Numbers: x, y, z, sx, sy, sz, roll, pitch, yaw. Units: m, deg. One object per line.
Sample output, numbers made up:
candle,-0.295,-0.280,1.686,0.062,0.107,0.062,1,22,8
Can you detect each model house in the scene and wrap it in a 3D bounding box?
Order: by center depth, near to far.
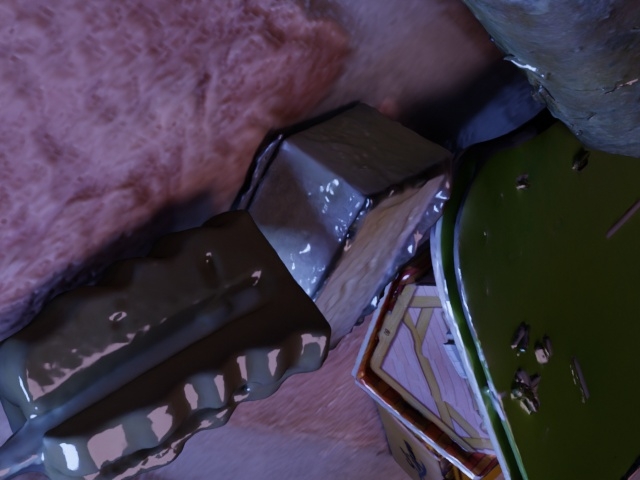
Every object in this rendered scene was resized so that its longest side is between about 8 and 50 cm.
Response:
model house,0.115,0.004,0.979,0.294,0.154,0.207,-39,116,-41

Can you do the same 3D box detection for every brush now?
brush,-0.131,0.089,0.705,0.301,0.084,0.071,-32,156,-20

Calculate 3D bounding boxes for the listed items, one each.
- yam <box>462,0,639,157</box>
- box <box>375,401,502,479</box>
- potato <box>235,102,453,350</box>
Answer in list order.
yam,0.120,-0.112,0.782,0.106,0.106,0.259,-49,159,4
box,0.145,0.068,1.196,0.237,0.070,0.152,-45,159,-12
potato,-0.001,0.002,0.811,0.086,0.061,0.122,-22,150,-48
